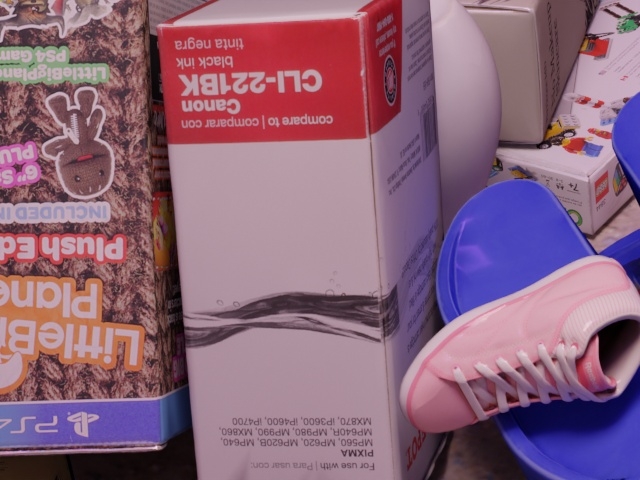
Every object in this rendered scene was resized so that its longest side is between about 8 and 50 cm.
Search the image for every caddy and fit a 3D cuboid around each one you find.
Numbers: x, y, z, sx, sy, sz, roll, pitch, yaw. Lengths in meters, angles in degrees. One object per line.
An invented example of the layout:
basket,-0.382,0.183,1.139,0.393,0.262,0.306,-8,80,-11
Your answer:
caddy,0.212,0.071,1.088,0.241,0.179,0.341,-33,35,6

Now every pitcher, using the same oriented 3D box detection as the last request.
pitcher,0.032,-0.059,1.279,0.178,0.207,0.125,11,38,27

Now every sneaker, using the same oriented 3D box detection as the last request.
sneaker,0.104,0.061,0.988,0.134,0.051,0.070,-31,30,-1

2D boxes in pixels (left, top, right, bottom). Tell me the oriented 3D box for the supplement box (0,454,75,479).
supplement box,-0.188,0.159,1.139,0.083,0.056,0.083,-3,35,8

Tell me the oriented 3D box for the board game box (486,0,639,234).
board game box,0.193,-0.123,1.472,0.193,0.053,0.305,18,42,34

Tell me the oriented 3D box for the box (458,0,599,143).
box,0.141,-0.186,1.429,0.094,0.113,0.275,5,37,18

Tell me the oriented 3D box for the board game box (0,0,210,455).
board game box,-0.139,-0.036,1.138,0.141,0.291,0.232,-2,1,8

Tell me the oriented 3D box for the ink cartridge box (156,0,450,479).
ink cartridge box,0.000,0.000,1.103,0.114,0.273,0.197,-2,13,13
